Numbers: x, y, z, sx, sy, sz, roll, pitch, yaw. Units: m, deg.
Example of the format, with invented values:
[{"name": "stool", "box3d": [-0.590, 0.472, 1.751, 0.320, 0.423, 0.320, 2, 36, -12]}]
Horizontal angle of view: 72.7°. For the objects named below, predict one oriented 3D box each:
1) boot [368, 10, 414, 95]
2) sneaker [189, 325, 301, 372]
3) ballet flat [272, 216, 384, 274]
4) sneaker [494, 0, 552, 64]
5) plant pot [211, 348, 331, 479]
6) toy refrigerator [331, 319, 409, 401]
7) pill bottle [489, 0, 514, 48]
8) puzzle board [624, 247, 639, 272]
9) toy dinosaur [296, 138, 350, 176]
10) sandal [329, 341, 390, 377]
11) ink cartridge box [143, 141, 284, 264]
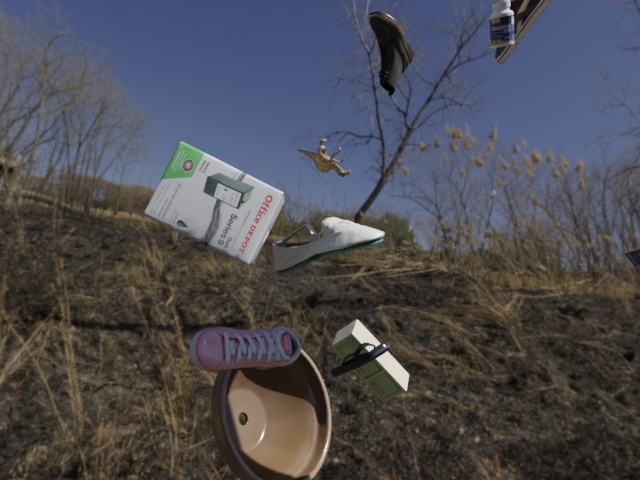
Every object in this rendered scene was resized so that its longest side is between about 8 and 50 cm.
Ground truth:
[{"name": "boot", "box3d": [0.181, -0.513, 1.203, 0.198, 0.137, 0.077, 30, -8, -41]}, {"name": "sneaker", "box3d": [-0.075, 0.118, 0.488, 0.070, 0.051, 0.134, -23, -28, 30]}, {"name": "ballet flat", "box3d": [0.000, 0.000, 1.359, 0.400, 0.139, 0.139, -19, -19, 30]}, {"name": "sneaker", "box3d": [0.638, -0.727, 1.404, 0.127, 0.126, 0.321, 36, -27, 6]}, {"name": "plant pot", "box3d": [-0.099, 0.287, 0.725, 0.110, 0.237, 0.237, -28, -26, 33]}, {"name": "toy refrigerator", "box3d": [0.167, 0.405, 1.453, 0.269, 0.102, 0.094, 48, 28, -8]}, {"name": "pill bottle", "box3d": [0.531, -0.632, 1.276, 0.067, 0.120, 0.067, -10, 20, 4]}, {"name": "puzzle board", "box3d": [0.672, 0.053, 0.838, 0.128, 0.011, 0.096, 46, -36, -9]}, {"name": "toy dinosaur", "box3d": [0.003, -0.240, 1.253, 0.183, 0.053, 0.092, 29, -43, 11]}, {"name": "sandal", "box3d": [0.101, 0.346, 1.281, 0.097, 0.054, 0.254, -14, -19, -42]}, {"name": "ink cartridge box", "box3d": [-0.263, -0.090, 1.124, 0.289, 0.211, 0.121, 26, -2, -3]}]
